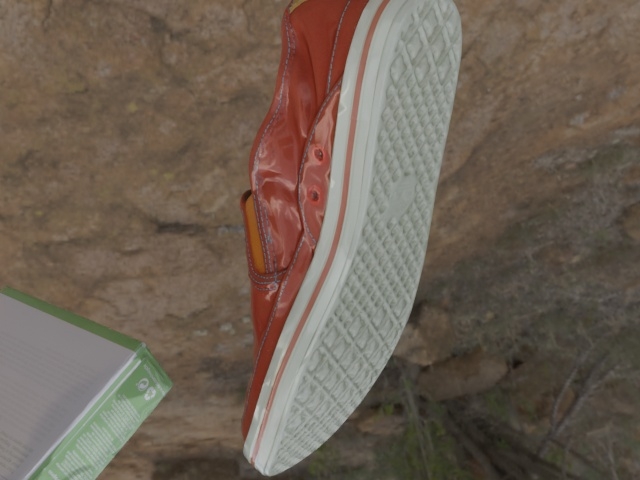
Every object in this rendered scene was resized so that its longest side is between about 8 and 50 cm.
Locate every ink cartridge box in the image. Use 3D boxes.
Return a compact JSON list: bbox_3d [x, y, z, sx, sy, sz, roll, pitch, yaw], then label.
[{"bbox_3d":[-0.238,0.143,0.523,0.171,0.235,0.056,15,142,35],"label":"ink cartridge box"}]

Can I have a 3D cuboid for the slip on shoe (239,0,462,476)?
[{"bbox_3d":[0.000,0.000,0.501,0.123,0.101,0.331,-15,122,-50],"label":"slip on shoe"}]
